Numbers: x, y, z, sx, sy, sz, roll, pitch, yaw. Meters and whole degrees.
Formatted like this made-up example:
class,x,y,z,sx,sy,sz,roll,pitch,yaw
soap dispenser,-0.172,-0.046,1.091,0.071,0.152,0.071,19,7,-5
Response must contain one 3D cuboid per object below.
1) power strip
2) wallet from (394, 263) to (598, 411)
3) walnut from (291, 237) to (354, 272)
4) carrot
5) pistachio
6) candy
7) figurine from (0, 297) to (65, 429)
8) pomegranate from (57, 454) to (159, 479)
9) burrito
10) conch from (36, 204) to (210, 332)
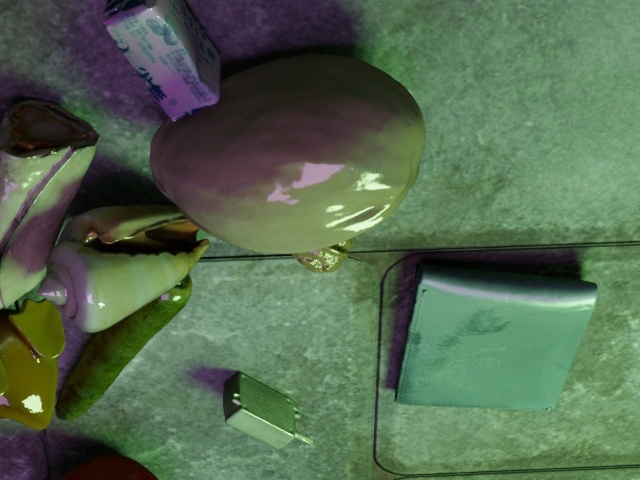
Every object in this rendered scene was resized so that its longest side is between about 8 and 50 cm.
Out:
class,x,y,z,sx,sy,sz,roll,pitch,yaw
power strip,-0.073,0.259,2.022,0.175,0.075,0.042,33,122,-29
wallet,0.240,0.142,1.951,0.251,0.054,0.290,5,138,-4
walnut,0.000,0.000,1.778,0.096,0.082,0.079,27,97,-36
carrot,-0.286,0.148,1.909,0.074,0.074,0.358,23,131,-24
pistachio,-0.041,-0.097,1.603,0.331,0.208,0.226,-11,90,11
candy,-0.175,-0.222,1.543,0.073,0.092,0.160,-17,135,18
figurine,-0.436,0.165,1.820,0.228,0.215,0.215,17,153,46
pomegranate,-0.330,0.427,2.085,0.235,0.210,0.210,-4,140,36
burrito,-0.380,-0.029,1.689,0.105,0.143,0.299,43,126,16
conch,-0.254,0.021,1.723,0.127,0.255,0.158,16,112,32
